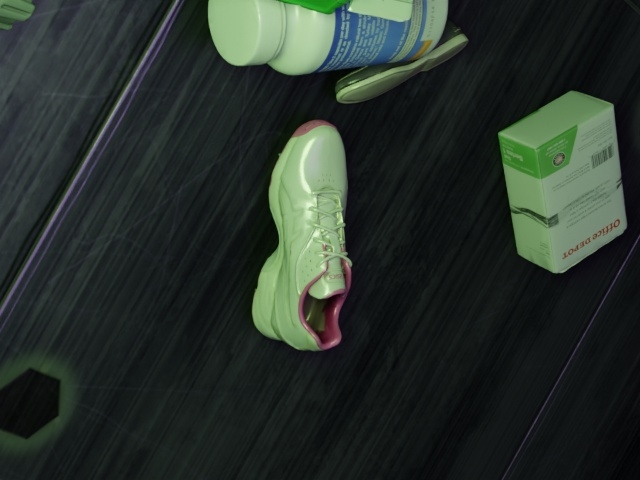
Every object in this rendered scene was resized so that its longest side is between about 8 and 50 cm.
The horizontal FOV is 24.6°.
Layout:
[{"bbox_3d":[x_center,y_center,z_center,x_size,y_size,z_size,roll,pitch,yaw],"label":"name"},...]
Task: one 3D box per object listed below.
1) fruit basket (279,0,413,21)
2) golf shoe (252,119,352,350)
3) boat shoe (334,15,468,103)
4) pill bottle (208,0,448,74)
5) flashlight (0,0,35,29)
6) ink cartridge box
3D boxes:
[{"bbox_3d":[-0.032,-0.438,1.616,0.327,0.165,0.353,12,72,-18],"label":"fruit basket"},{"bbox_3d":[0.000,0.000,1.902,0.115,0.140,0.306,-5,110,-36],"label":"golf shoe"},{"bbox_3d":[0.097,-0.244,1.939,0.206,0.075,0.065,-27,81,-21],"label":"boat shoe"},{"bbox_3d":[0.007,-0.281,1.774,0.272,0.152,0.152,-11,116,-35],"label":"pill bottle"},{"bbox_3d":[-0.427,-0.296,1.458,0.304,0.103,0.103,12,104,-42],"label":"flashlight"},{"bbox_3d":[0.363,-0.086,2.181,0.160,0.092,0.219,-29,125,-25],"label":"ink cartridge box"}]
